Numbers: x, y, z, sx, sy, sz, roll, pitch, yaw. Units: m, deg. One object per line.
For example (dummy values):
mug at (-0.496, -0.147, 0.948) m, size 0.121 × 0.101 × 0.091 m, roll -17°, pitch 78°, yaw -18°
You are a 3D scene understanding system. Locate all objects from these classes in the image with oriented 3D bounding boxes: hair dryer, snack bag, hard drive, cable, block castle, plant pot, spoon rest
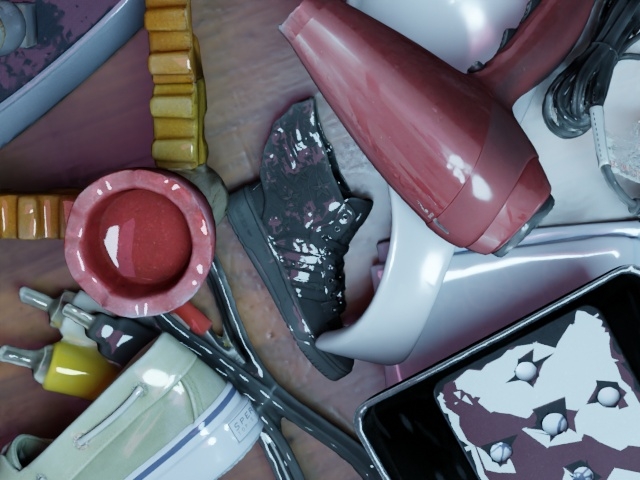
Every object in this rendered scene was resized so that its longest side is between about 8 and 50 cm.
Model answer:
hair dryer at (0.110, -0.092, 1.193) m, size 0.293 × 0.080 × 0.223 m, roll 9°, pitch 60°, yaw -23°
snack bag at (0.218, 0.144, 1.290) m, size 0.342 × 0.037 × 0.323 m, roll -6°, pitch 96°, yaw 4°
hard drive at (-0.181, -0.194, 1.262) m, size 0.255 × 0.054 × 0.172 m, roll -43°, pitch 93°, yaw 7°
cable at (-0.062, 0.088, 1.303) m, size 0.287 × 0.072 × 0.139 m, roll 32°, pitch 84°, yaw -13°
block castle at (-0.283, -0.110, 1.147) m, size 0.453 × 0.213 × 0.303 m, roll -1°, pitch 100°, yaw 8°
plant pot at (0.145, 0.128, 1.191) m, size 0.188 × 0.167 × 0.187 m, roll -28°, pitch 93°, yaw 5°
spoon rest at (0.064, -0.059, 1.226) m, size 0.137 × 0.084 × 0.276 m, roll 13°, pitch 85°, yaw -20°

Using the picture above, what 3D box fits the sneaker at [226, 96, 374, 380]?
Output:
sneaker at (0.000, 0.000, 1.277) m, size 0.089 × 0.051 × 0.170 m, roll -30°, pitch 92°, yaw 9°

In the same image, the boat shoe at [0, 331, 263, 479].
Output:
boat shoe at (-0.171, 0.166, 1.265) m, size 0.302 × 0.109 × 0.094 m, roll -37°, pitch 94°, yaw 18°
